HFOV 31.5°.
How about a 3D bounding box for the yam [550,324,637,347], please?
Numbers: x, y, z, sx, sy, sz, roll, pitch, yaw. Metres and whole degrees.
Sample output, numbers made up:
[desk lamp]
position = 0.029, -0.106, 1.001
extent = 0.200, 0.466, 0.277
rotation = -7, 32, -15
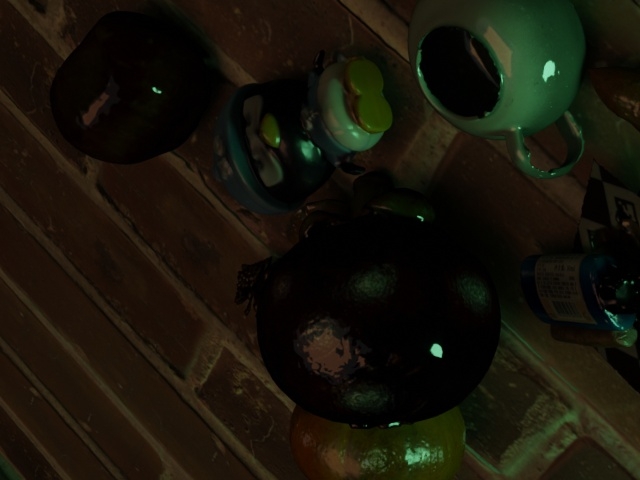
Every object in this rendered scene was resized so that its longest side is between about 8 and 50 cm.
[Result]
[yam]
position = 0.308, 0.106, 1.293
extent = 0.032, 0.032, 0.145
rotation = 61, 163, -8

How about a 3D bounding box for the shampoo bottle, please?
[shampoo bottle]
position = 0.288, 0.055, 1.239
extent = 0.087, 0.050, 0.183
rotation = 68, 161, -7

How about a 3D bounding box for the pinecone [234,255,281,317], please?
[pinecone]
position = -0.072, 0.072, 1.676
extent = 0.109, 0.102, 0.102
rotation = 16, 132, 16

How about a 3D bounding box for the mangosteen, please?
[mangosteen]
position = 0.075, 0.083, 1.374
extent = 0.297, 0.297, 0.293
rotation = 24, 103, 34

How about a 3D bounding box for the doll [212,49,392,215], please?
[doll]
position = -0.040, -0.133, 1.444
extent = 0.314, 0.141, 0.177
rotation = -24, 78, 47

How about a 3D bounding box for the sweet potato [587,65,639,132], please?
[sweet potato]
position = 0.348, -0.118, 1.099
extent = 0.206, 0.060, 0.068
rotation = 35, 131, 12

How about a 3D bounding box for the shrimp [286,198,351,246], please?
[shrimp]
position = 0.000, 0.000, 1.560
extent = 0.190, 0.101, 0.042
rotation = 101, 167, -55

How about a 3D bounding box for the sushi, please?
[sushi]
position = 0.385, 0.080, 1.194
extent = 0.292, 0.059, 0.294
rotation = 49, 157, 32

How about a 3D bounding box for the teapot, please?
[teapot]
position = 0.174, -0.192, 1.171
extent = 0.294, 0.129, 0.193
rotation = 57, 144, -2

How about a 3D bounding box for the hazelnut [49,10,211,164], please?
[hazelnut]
position = -0.268, -0.200, 1.590
extent = 0.234, 0.218, 0.218
rotation = -26, 97, 53

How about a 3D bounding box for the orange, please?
[orange]
position = 0.078, 0.257, 1.543
extent = 0.240, 0.240, 0.171
rotation = 20, 115, 37
